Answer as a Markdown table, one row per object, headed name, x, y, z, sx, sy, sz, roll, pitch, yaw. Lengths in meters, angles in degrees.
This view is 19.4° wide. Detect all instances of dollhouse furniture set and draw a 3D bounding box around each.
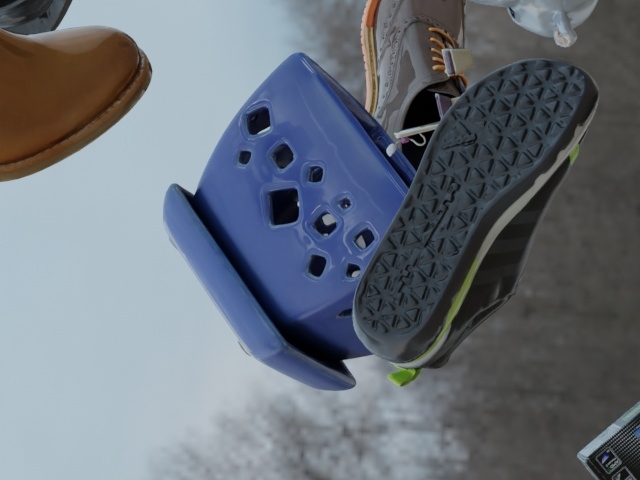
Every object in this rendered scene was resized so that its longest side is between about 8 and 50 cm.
| name | x | y | z | sx | sy | sz | roll | pitch | yaw |
| --- | --- | --- | --- | --- | --- | --- | --- | --- | --- |
| dollhouse furniture set | 0.088 | -0.093 | 1.404 | 0.114 | 0.081 | 0.091 | -112 | 8 | -82 |

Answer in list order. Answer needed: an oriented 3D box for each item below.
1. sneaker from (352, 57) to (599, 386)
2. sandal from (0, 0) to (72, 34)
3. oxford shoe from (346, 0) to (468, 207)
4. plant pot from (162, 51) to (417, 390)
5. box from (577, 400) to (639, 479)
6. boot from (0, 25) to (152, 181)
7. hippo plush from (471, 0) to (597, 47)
| name | x | y | z | sx | sy | sz | roll | pitch | yaw |
| --- | --- | --- | --- | --- | --- | --- | --- | --- | --- |
| sneaker | 0.102 | -0.012 | 1.220 | 0.234 | 0.084 | 0.097 | -54 | -32 | -1 |
| sandal | -0.321 | -0.344 | 2.094 | 0.446 | 0.167 | 0.107 | -40 | -1 | 36 |
| oxford shoe | 0.121 | -0.179 | 2.020 | 0.133 | 0.130 | 0.363 | -13 | 63 | 55 |
| plant pot | 0.000 | 0.000 | 1.761 | 0.236 | 0.212 | 0.236 | 54 | -171 | 23 |
| box | 0.395 | 0.233 | 1.938 | 0.184 | 0.191 | 0.045 | 51 | 176 | -4 |
| boot | -0.248 | -0.143 | 1.115 | 0.109 | 0.283 | 0.220 | -123 | 22 | -56 |
| hippo plush | 0.239 | -0.341 | 1.923 | 0.234 | 0.294 | 0.236 | -106 | 36 | -57 |
